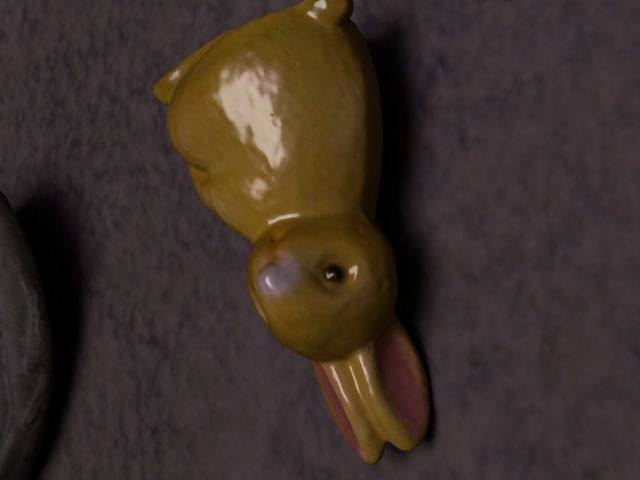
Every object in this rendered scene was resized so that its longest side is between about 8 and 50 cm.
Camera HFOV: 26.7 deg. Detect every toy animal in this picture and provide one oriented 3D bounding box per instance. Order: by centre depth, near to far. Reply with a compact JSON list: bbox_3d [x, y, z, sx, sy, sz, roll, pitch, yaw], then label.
[{"bbox_3d":[0.001,-0.001,0.473,0.083,0.070,0.159,-28,71,42],"label":"toy animal"}]

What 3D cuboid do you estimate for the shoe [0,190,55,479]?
[{"bbox_3d":[-0.268,0.110,0.652,0.132,0.210,0.342,51,122,38],"label":"shoe"}]
